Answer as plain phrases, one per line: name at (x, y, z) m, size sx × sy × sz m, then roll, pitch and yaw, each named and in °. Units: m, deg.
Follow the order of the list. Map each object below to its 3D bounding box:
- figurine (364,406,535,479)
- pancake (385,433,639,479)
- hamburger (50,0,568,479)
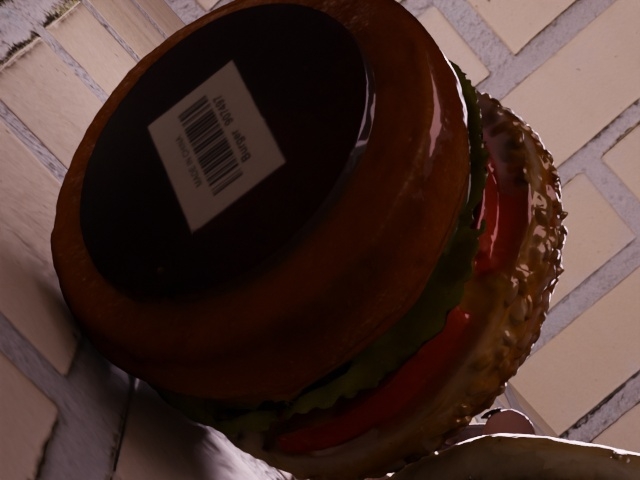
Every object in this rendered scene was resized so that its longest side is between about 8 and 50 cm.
figurine at (0.134, 0.218, 1.309) m, size 0.200 × 0.133 × 0.276 m, roll 17°, pitch -16°, yaw 10°
pancake at (0.213, 0.257, 1.097) m, size 0.387 × 0.387 × 0.082 m, roll 45°, pitch 52°, yaw -26°
hamburger at (0.000, 0.000, 1.075) m, size 0.250 × 0.330 × 0.330 m, roll 43°, pitch 9°, yaw -45°
